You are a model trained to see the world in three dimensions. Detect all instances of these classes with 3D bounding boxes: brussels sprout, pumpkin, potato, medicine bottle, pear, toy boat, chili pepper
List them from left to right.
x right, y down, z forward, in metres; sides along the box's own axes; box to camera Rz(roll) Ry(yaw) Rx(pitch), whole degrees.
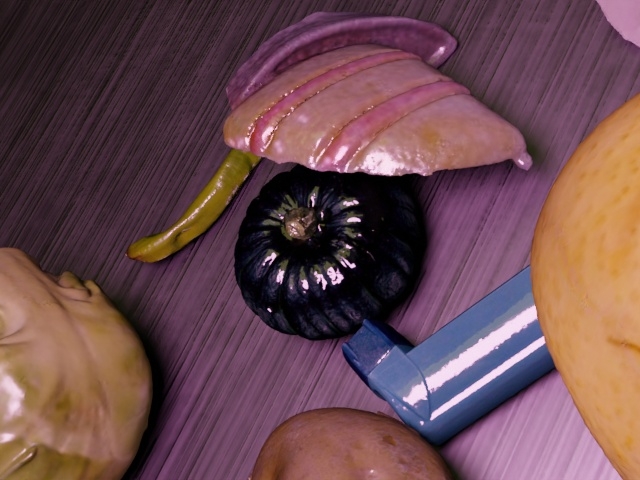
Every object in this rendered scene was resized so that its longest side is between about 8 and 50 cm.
[{"bbox_3d":[-0.324,0.172,1.017,0.328,0.247,0.328,-14,60,25],"label":"brussels sprout"},{"bbox_3d":[-0.147,-0.037,1.143,0.202,0.050,0.052,-44,9,0],"label":"chili pepper"},{"bbox_3d":[0.005,0.005,0.956,0.194,0.150,0.194,-20,30,12],"label":"pumpkin"},{"bbox_3d":[0.022,0.231,0.807,0.178,0.160,0.235,-26,33,-10],"label":"potato"},{"bbox_3d":[0.034,-0.147,0.976,0.276,0.111,0.293,-11,32,-4],"label":"toy boat"},{"bbox_3d":[0.149,0.080,0.852,0.258,0.079,0.124,-35,49,12],"label":"medicine bottle"},{"bbox_3d":[0.308,0.043,0.594,0.348,0.348,0.348,-17,56,26],"label":"pear"}]

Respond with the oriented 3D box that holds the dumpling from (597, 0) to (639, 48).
[{"bbox_3d":[0.366,-0.286,0.866,0.293,0.163,0.204,28,77,29],"label":"dumpling"}]
